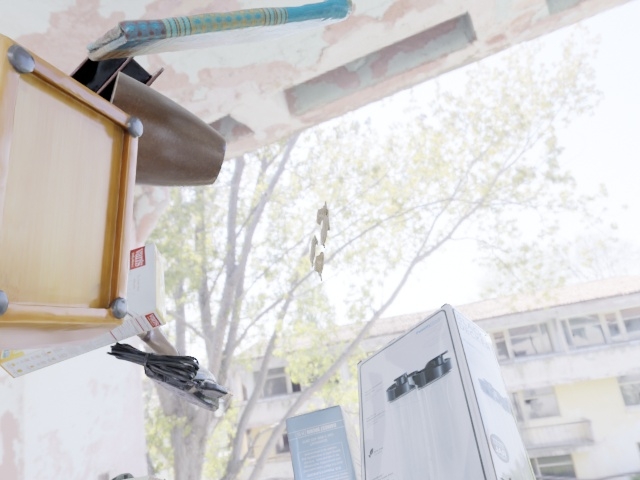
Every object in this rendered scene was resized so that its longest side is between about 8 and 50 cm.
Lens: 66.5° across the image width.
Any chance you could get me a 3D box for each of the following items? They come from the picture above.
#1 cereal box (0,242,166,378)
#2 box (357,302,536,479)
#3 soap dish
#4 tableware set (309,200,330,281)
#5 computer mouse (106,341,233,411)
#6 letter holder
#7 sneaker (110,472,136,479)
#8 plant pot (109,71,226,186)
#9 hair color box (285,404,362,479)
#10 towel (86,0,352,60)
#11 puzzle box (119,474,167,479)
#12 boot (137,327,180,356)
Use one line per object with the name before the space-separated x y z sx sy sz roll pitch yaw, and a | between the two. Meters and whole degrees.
cereal box | -0.374 0.104 0.789 0.240 0.173 0.047 -20 -50 -6
box | 0.131 0.231 0.538 0.087 0.290 0.169 35 -60 -23
soap dish | -0.288 -0.038 0.485 0.118 0.290 0.229 -3 -11 15
tableware set | 0.000 0.000 1.071 0.020 0.141 0.168 6 -62 -11
computer mouse | -0.207 0.227 0.810 0.184 0.060 0.262 8 -31 27
letter holder | -0.558 -0.364 1.219 0.152 0.301 0.214 43 -11 -30
sneaker | -0.392 0.610 0.971 0.101 0.267 0.106 -12 -37 -5
plant pot | -0.319 -0.194 0.993 0.231 0.215 0.215 15 -26 -27
hair color box | 0.039 0.511 0.873 0.114 0.374 0.185 -16 -32 3
towel | -0.166 -0.345 0.795 0.370 0.040 0.271 -21 22 -30
puzzle box | -0.368 0.571 0.713 0.052 0.408 0.272 37 -46 -27
boot | -0.312 0.193 0.921 0.042 0.118 0.087 -38 -43 -5
